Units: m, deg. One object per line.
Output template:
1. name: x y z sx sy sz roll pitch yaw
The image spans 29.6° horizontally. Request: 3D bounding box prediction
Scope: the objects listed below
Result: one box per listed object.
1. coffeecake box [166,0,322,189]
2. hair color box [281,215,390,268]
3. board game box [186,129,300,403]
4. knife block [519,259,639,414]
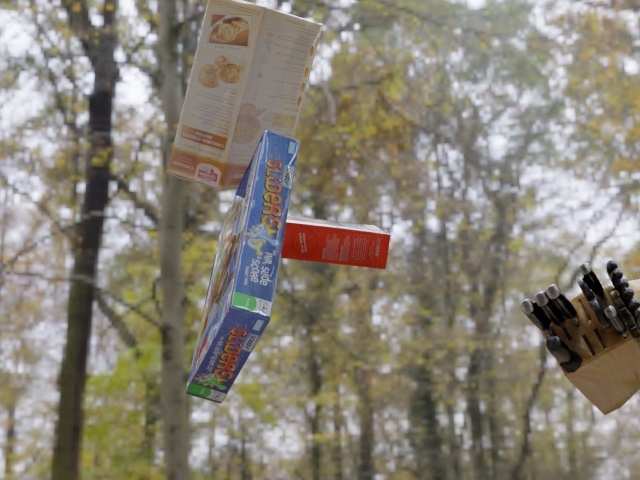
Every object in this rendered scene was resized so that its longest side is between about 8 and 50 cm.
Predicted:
1. coffeecake box: -0.076 -0.149 1.253 0.068 0.185 0.142 18 9 22
2. hair color box: 0.000 0.000 1.352 0.141 0.043 0.072 6 7 -13
3. board game box: -0.067 0.021 1.048 0.035 0.201 0.136 18 -41 -11
4. knife block: 0.319 0.129 1.492 0.242 0.088 0.275 -6 -34 -26
